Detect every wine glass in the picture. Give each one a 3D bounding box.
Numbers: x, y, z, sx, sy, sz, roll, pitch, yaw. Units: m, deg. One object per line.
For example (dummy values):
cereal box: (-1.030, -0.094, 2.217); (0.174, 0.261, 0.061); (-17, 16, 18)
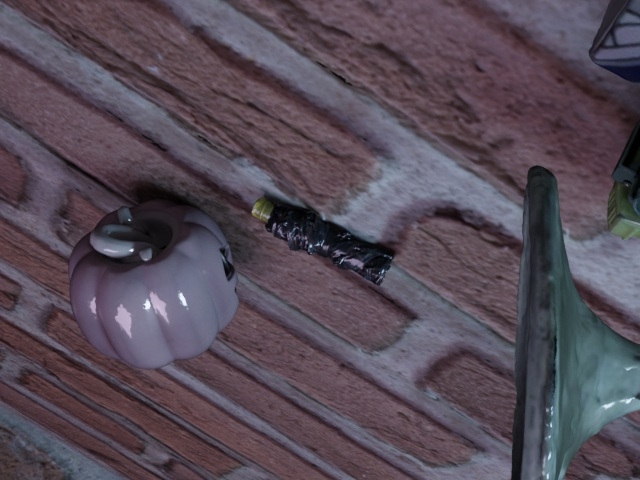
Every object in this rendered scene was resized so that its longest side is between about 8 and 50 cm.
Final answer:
wine glass: (0.297, 0.072, 0.454); (0.405, 0.267, 0.267); (3, 144, 12)

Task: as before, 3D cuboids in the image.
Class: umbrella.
umbrella: (0.000, 0.000, 0.923); (0.143, 0.040, 0.037); (26, 159, 7)

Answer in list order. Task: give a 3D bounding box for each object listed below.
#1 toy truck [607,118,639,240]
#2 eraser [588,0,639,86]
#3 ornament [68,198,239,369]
toy truck: (0.277, -0.006, 0.633); (0.191, 0.085, 0.116); (27, 160, 6)
eraser: (0.265, -0.102, 0.509); (0.210, 0.068, 0.124); (27, 148, 2)
ornament: (-0.174, 0.038, 1.000); (0.177, 0.178, 0.177); (21, 149, 13)
